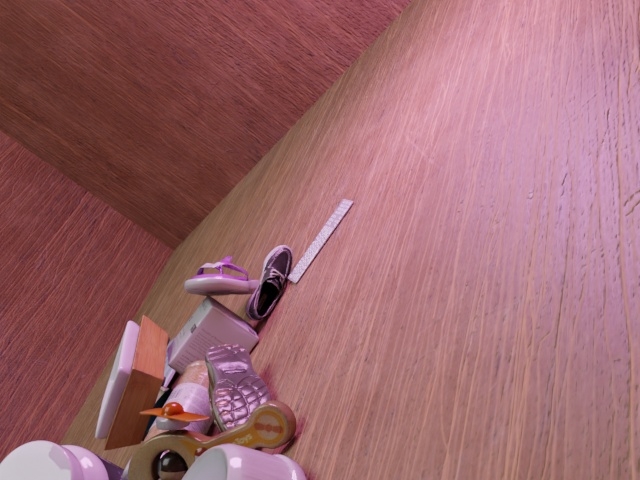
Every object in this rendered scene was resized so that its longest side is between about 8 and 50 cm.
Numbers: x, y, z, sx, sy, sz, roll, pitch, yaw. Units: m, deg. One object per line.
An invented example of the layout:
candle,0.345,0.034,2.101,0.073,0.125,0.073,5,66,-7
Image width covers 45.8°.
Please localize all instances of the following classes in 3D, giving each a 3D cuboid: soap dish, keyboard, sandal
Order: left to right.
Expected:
soap dish,-0.459,0.349,1.874,0.291,0.118,0.228,-111,41,-69
sandal,-0.262,0.094,2.023,0.416,0.170,0.102,60,-153,-83
keyboard,0.000,0.000,1.957,0.256,0.014,0.072,-55,15,-5

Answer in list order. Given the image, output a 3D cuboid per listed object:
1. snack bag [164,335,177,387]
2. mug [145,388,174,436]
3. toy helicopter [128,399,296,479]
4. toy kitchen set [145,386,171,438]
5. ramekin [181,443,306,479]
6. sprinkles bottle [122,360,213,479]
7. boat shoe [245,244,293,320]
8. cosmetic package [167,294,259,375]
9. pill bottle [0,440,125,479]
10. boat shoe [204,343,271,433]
snack bag,-0.500,0.425,2.477,0.323,0.037,0.342,-36,23,51
mug,-0.379,0.464,1.900,0.157,0.097,0.129,-59,16,-16
toy helicopter,-0.206,0.377,1.387,0.355,0.235,0.140,-30,-11,16
toy kitchen set,-0.500,0.497,2.232,0.207,0.122,0.166,16,68,53
ramekin,-0.146,0.436,1.148,0.273,0.127,0.273,-48,21,26
sprinkles bottle,-0.311,0.417,1.683,0.121,0.121,0.355,-45,11,30
boat shoe,-0.121,0.109,1.973,0.070,0.078,0.219,-22,42,64
cosmetic package,-0.275,0.264,1.926,0.183,0.151,0.151,-54,15,-2
pill bottle,-0.503,0.543,1.554,0.210,0.210,0.363,-59,-25,-20
boat shoe,-0.174,0.339,1.574,0.324,0.123,0.116,-116,30,-64
